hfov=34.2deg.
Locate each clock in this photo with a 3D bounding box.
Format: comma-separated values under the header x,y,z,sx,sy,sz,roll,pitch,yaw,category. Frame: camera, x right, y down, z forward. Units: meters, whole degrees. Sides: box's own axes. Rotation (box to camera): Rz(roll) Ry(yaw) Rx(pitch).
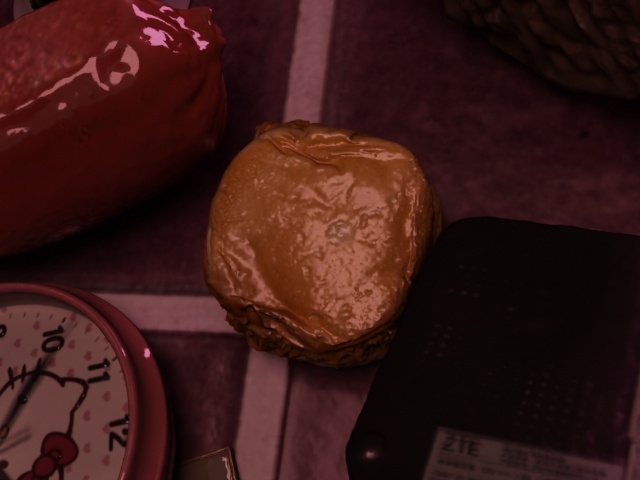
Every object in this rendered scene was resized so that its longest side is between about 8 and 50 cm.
x,y,z,sx,sy,sz,roll,pitch,yaw,category
-0.203,0.136,0.635,0.244,0.056,0.244,-9,58,15,clock

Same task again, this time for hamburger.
x,y,z,sx,sy,sz,roll,pitch,yaw,category
0.000,0.000,0.625,0.138,0.083,0.147,13,74,16,hamburger

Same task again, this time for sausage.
x,y,z,sx,sy,sz,roll,pitch,yaw,category
-0.173,-0.072,0.675,0.254,0.148,0.148,-26,64,1,sausage

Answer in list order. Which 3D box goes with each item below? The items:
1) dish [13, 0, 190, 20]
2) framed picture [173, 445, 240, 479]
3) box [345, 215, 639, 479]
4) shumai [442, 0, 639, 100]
x,y,z,sx,sy,sz,roll,pitch,yaw,category
-0.172,-0.192,0.754,0.141,0.078,0.141,-6,67,13,dish
-0.130,0.216,0.611,0.201,0.010,0.136,-20,64,7,framed picture
0.203,0.088,0.496,0.350,0.058,0.211,8,43,19,box
0.153,-0.269,0.579,0.314,0.267,0.262,41,79,-15,shumai
